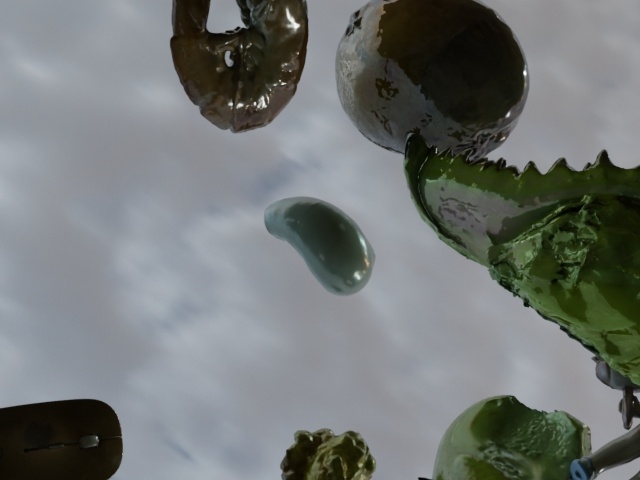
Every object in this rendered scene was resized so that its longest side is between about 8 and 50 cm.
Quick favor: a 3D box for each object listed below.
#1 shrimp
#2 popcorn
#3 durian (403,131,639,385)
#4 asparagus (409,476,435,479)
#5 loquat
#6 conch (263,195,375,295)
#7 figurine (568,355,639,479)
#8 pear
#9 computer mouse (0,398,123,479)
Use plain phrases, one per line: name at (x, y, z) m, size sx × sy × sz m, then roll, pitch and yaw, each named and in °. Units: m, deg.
shrimp at (-0.068, -0.191, 0.582) m, size 0.133 × 0.236 × 0.053 m, roll -27°, pitch -139°, yaw -28°
popcorn at (0.013, 0.448, 1.411) m, size 0.197 × 0.155 × 0.197 m, roll -14°, pitch -74°, yaw -57°
durian at (0.208, 0.021, 0.505) m, size 0.375 × 0.106 × 0.132 m, roll 33°, pitch -102°, yaw 18°
asparagus at (0.239, 0.468, 1.047) m, size 0.382 × 0.128 × 0.108 m, roll 41°, pitch -169°, yaw -20°
loquat at (0.117, -0.173, 0.796) m, size 0.179 × 0.179 × 0.227 m, roll -19°, pitch -145°, yaw -38°
conch at (0.005, -0.002, 1.328) m, size 0.121 × 0.185 × 0.221 m, roll -45°, pitch -92°, yaw -2°
figurine at (0.371, 0.198, 0.799) m, size 0.260 × 0.103 × 0.205 m, roll -23°, pitch -148°, yaw -16°
pear at (0.286, 0.395, 1.228) m, size 0.282 × 0.286 × 0.176 m, roll -32°, pitch -59°, yaw -43°
computer mouse at (-0.320, 0.233, 0.831) m, size 0.199 × 0.045 × 0.102 m, roll -4°, pitch -107°, yaw -16°
